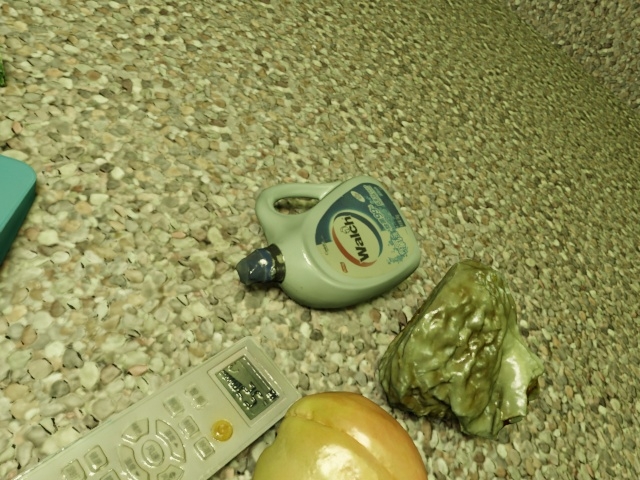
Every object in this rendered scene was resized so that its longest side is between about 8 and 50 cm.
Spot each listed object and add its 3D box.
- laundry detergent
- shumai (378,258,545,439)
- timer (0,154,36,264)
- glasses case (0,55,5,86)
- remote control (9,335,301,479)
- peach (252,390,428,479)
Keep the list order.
[{"bbox_3d":[0.000,0.000,0.682,0.280,0.105,0.215,-12,66,-32],"label":"laundry detergent"},{"bbox_3d":[0.217,0.163,0.632,0.218,0.189,0.256,44,55,7],"label":"shumai"},{"bbox_3d":[-0.466,-0.019,0.482,0.231,0.091,0.250,15,41,-18],"label":"timer"},{"bbox_3d":[-0.567,-0.230,0.559,0.272,0.062,0.095,-25,73,-38],"label":"glasses case"},{"bbox_3d":[-0.166,0.223,0.478,0.312,0.055,0.109,-27,63,-41],"label":"remote control"},{"bbox_3d":[0.024,0.256,0.478,0.184,0.184,0.184,14,53,-20],"label":"peach"}]
